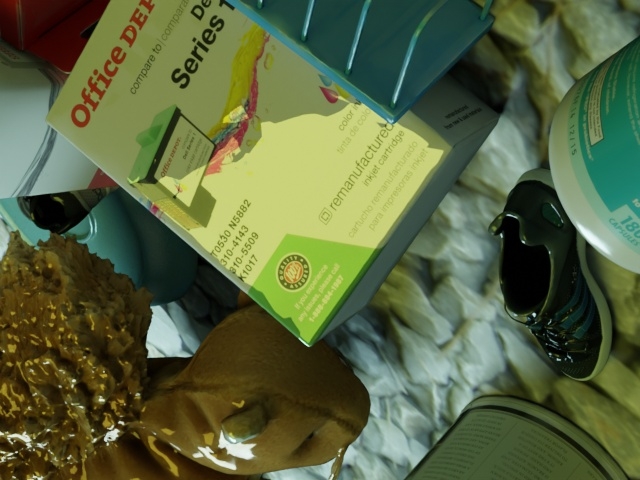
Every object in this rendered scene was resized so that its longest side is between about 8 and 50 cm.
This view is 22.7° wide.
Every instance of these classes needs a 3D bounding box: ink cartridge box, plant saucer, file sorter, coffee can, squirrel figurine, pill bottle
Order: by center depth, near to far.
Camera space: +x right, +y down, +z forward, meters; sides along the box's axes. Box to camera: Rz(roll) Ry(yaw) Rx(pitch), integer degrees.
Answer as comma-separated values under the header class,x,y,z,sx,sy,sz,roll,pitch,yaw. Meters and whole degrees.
class,x,y,z,sx,sy,sz,roll,pitch,yaw
pill bottle,0.257,-0.082,0.908,0.146,0.146,0.264,48,148,-3
file sorter,0.027,-0.189,1.072,0.170,0.118,0.104,38,152,12
ink cartridge box,-0.041,-0.092,1.198,0.278,0.117,0.201,40,117,10
ink cartridge box,-0.253,-0.247,1.325,0.231,0.134,0.078,32,145,20
ink cartridge box,-0.299,-0.133,1.358,0.207,0.283,0.117,33,108,20
coffee can,0.122,0.296,1.362,0.202,0.275,0.201,30,145,24
squirrel figurine,-0.157,0.164,1.491,0.397,0.281,0.370,28,144,-16
plant saucer,-0.260,-0.049,1.642,0.318,0.044,0.317,30,145,24

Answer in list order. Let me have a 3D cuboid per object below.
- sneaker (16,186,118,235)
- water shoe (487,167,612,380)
class,x,y,z,sx,sy,sz,roll,pitch,yaw
sneaker,-0.261,-0.041,1.541,0.170,0.075,0.063,-12,116,54
water shoe,0.166,0.040,1.210,0.073,0.080,0.203,16,138,39
